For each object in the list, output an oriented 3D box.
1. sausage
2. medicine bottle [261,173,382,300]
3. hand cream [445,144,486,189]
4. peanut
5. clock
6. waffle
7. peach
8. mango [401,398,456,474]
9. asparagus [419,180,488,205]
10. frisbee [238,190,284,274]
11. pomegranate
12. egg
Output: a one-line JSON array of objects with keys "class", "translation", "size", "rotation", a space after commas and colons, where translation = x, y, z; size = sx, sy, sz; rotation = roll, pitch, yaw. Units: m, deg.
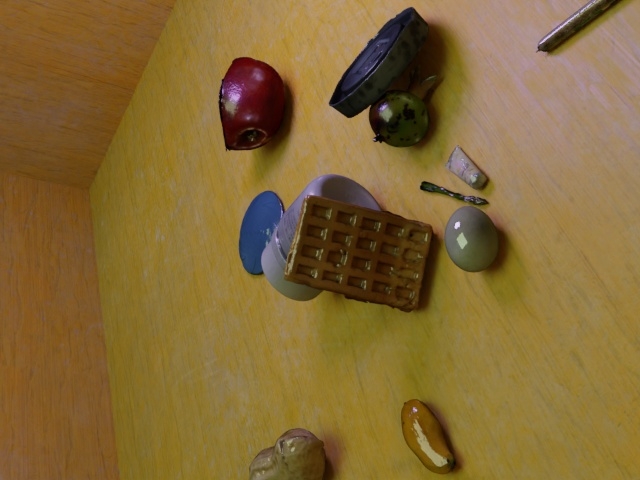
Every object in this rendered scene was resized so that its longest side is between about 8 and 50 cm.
[{"class": "sausage", "translation": [0.536, -0.456, 1.424], "size": [0.269, 0.032, 0.033], "rotation": [-35, 53, 46]}, {"class": "medicine bottle", "translation": [0.000, 0.000, 1.892], "size": [0.306, 0.245, 0.245], "rotation": [-46, 45, 39]}, {"class": "hand cream", "translation": [0.333, -0.166, 1.640], "size": [0.061, 0.039, 0.143], "rotation": [-66, 31, 22]}, {"class": "peanut", "translation": [-0.085, 0.614, 1.916], "size": [0.174, 0.158, 0.340], "rotation": [48, 125, 5]}, {"class": "clock", "translation": [0.148, -0.457, 1.844], "size": [0.325, 0.067, 0.325], "rotation": [-46, 17, 19]}, {"class": "waffle", "translation": [0.093, 0.029, 1.677], "size": [0.098, 0.327, 0.224], "rotation": [-154, 79, -84]}, {"class": "peach", "translation": [-0.215, -0.473, 2.406], "size": [0.258, 0.201, 0.362], "rotation": [83, -169, -57]}, {"class": "mango", "translation": [0.233, 0.434, 1.575], "size": [0.190, 0.075, 0.098], "rotation": [59, 134, 38]}, {"class": "asparagus", "translation": [0.307, -0.110, 1.673], "size": [0.233, 0.023, 0.022], "rotation": [26, 147, 56]}, {"class": "frisbee", "translation": [-0.213, -0.029, 2.395], "size": [0.289, 0.049, 0.290], "rotation": [-22, 63, 52]}, {"class": "pomegranate", "translation": [0.206, -0.336, 1.779], "size": [0.156, 0.156, 0.220], "rotation": [27, 99, 56]}, {"class": "egg", "translation": [0.323, -0.004, 1.531], "size": [0.114, 0.114, 0.152], "rotation": [-39, 44, 44]}]
